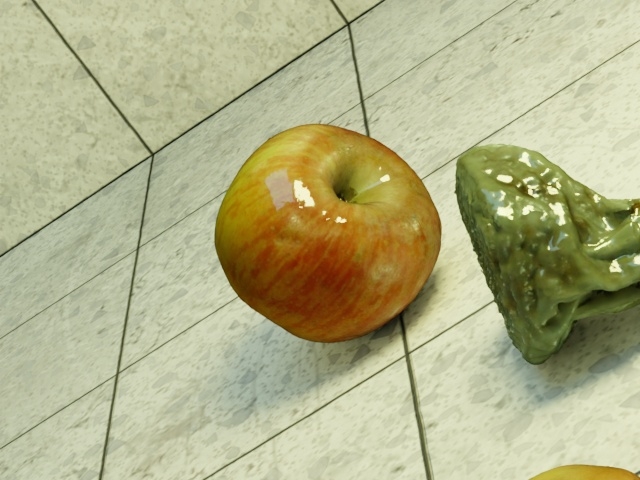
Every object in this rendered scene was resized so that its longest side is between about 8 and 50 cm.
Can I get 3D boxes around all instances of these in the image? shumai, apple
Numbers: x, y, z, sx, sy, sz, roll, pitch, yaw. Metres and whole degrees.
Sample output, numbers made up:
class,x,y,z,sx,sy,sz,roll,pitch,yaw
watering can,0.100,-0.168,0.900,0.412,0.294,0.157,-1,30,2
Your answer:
class,x,y,z,sx,sy,sz,roll,pitch,yaw
shumai,0.277,-0.007,1.897,0.222,0.225,0.260,-26,59,0
apple,0.000,0.000,2.251,0.301,0.301,0.301,-32,21,13

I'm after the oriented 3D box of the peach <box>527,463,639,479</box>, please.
class,x,y,z,sx,sy,sz,roll,pitch,yaw
peach,0.223,0.272,1.410,0.184,0.184,0.184,-32,21,13
